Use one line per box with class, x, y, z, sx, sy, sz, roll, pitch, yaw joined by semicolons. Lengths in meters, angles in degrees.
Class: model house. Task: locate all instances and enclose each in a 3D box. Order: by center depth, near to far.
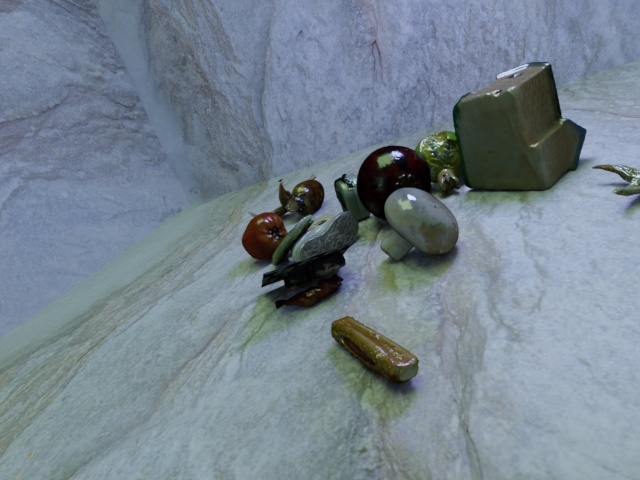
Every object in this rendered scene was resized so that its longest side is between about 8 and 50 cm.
model house;0.722;-0.416;1.531;0.342;0.382;0.334;-36;26;-25

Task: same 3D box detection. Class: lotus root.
lotus root;-0.059;-0.228;2.167;0.141;0.170;0.314;9;29;26

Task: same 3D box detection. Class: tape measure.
tape measure;0.123;-0.199;1.847;0.115;0.207;0.235;-24;21;-3

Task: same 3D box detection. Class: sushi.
sushi;-0.043;0.107;1.310;0.292;0.059;0.294;-19;-10;-10

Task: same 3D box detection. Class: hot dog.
hot dog;0.104;0.230;0.897;0.083;0.068;0.289;-3;7;-23

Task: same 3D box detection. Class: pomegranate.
pomegranate;0.517;-0.316;1.761;0.235;0.236;0.302;-15;57;16

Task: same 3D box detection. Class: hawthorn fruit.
hawthorn fruit;-0.248;-0.008;1.744;0.225;0.197;0.196;-20;14;42

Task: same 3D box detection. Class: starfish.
starfish;0.916;-0.181;1.155;0.357;0.078;0.347;-24;19;-8
starfish;-0.216;-0.213;2.235;0.398;0.132;0.383;-35;-7;16

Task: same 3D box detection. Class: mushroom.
mushroom;0.282;-0.032;1.265;0.243;0.244;0.243;-18;19;7

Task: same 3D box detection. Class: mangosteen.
mangosteen;0.280;-0.221;1.620;0.311;0.311;0.311;-18;19;7

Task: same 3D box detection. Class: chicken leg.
chicken leg;-0.027;0.160;1.249;0.219;0.048;0.089;-26;16;-15

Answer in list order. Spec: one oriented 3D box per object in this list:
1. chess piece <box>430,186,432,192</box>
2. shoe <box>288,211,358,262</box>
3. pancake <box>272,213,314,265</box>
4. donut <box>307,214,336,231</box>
chess piece;0.339;-0.228;1.864;0.300;0.137;0.137;11;35;39
shoe;0.000;0.000;1.566;0.316;0.124;0.159;-34;15;-36
pancake;-0.106;-0.001;1.606;0.254;0.037;0.253;-51;-4;-4
donut;0.008;-0.046;1.755;0.174;0.068;0.175;-16;20;6
